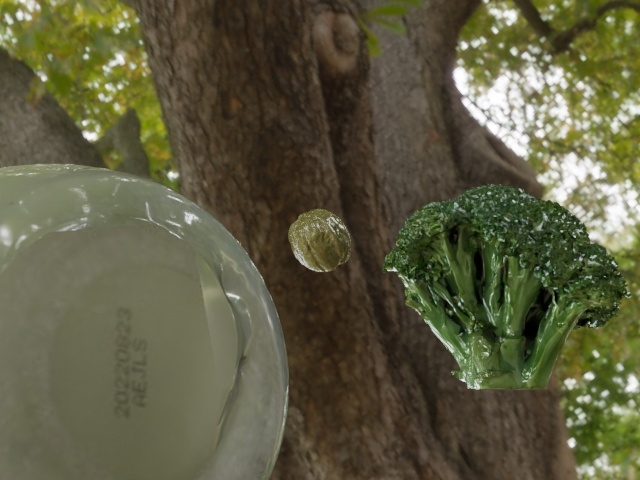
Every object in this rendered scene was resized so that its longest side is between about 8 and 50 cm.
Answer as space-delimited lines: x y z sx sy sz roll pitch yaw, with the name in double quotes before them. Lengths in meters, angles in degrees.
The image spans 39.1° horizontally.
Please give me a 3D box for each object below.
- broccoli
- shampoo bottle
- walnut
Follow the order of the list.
"broccoli" 0.204 0.052 1.015 0.269 0.242 0.261 4 -17 -6
"shampoo bottle" -0.193 0.106 0.636 0.317 0.323 0.322 -16 -12 42
"walnut" 0.000 0.000 1.239 0.092 0.092 0.092 -24 -28 -14
